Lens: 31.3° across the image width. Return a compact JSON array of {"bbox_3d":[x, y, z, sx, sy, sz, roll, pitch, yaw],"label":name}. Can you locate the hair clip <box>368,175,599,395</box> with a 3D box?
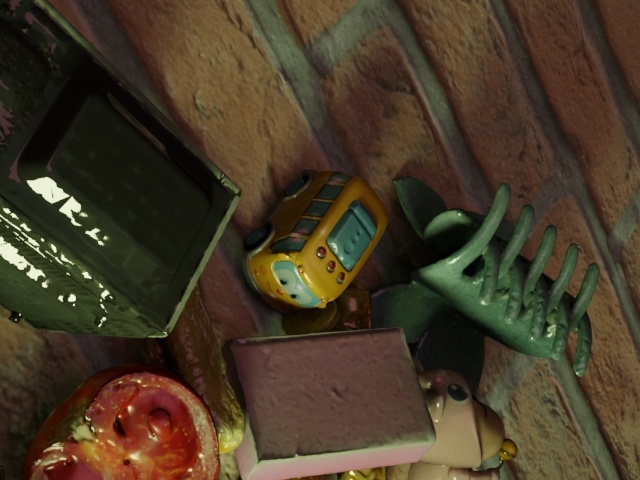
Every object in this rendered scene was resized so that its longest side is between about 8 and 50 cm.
[{"bbox_3d":[0.253,0.068,1.752,0.318,0.238,0.392,38,63,-34],"label":"hair clip"}]

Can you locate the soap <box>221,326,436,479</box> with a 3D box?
[{"bbox_3d":[0.007,0.212,1.504,0.259,0.081,0.181,-3,58,-25],"label":"soap"}]

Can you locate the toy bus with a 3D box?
[{"bbox_3d":[0.000,0.000,1.574,0.126,0.136,0.209,54,55,-28],"label":"toy bus"}]

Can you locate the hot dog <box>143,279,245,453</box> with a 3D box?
[{"bbox_3d":[-0.165,0.148,1.404,0.073,0.084,0.243,-12,82,-52],"label":"hot dog"}]

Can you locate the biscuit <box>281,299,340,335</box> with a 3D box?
[{"bbox_3d":[-0.014,0.107,1.590,0.084,0.084,0.023,-53,131,-33],"label":"biscuit"}]

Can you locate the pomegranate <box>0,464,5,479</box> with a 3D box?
[{"bbox_3d":[-0.383,0.298,1.182,0.169,0.148,0.149,-27,106,-49],"label":"pomegranate"}]

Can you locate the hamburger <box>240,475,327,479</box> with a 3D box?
[{"bbox_3d":[-0.058,0.395,1.505,0.173,0.116,0.210,30,67,-42],"label":"hamburger"}]

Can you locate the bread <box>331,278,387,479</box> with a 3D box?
[{"bbox_3d":[0.052,0.238,1.649,0.077,0.084,0.368,-4,93,-3],"label":"bread"}]

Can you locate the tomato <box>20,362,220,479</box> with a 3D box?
[{"bbox_3d":[-0.237,0.252,1.324,0.233,0.139,0.200,-44,113,-14],"label":"tomato"}]

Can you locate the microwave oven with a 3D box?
[{"bbox_3d":[-0.310,-0.063,1.180,0.355,0.286,0.218,46,59,-37],"label":"microwave oven"}]

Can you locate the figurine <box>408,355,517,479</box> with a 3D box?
[{"bbox_3d":[0.189,0.314,1.694,0.186,0.176,0.287,-11,103,-16],"label":"figurine"}]
